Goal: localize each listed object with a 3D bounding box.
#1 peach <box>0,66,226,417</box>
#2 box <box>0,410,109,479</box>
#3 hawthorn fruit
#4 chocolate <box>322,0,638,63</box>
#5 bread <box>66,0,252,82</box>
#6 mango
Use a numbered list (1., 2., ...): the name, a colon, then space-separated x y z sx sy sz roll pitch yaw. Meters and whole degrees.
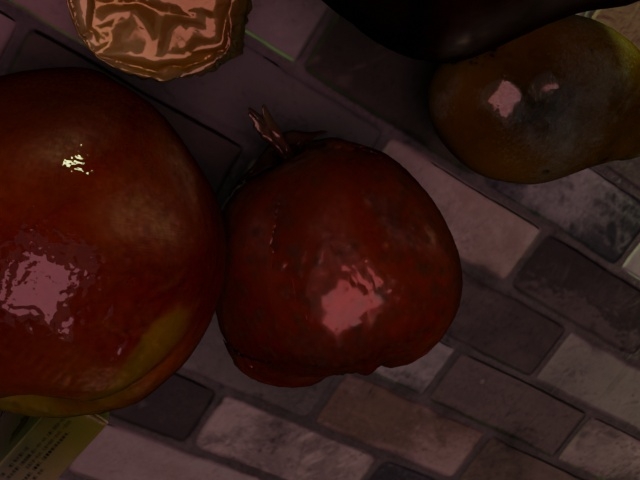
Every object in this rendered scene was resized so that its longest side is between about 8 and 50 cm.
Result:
1. peach: -0.239 -0.007 0.637 0.307 0.333 0.308 -3 148 -2
2. box: -0.336 0.227 0.786 0.062 0.175 0.260 38 99 -24
3. hawthorn fruit: 0.000 0.000 0.736 0.275 0.276 0.308 -20 103 -4
4. chocolate: 0.119 -0.330 0.568 0.331 0.384 0.384 -23 115 1
5. bread: -0.140 -0.279 0.645 0.178 0.133 0.250 -2 112 -11
6. mango: 0.267 -0.153 0.788 0.316 0.146 0.193 5 119 -22
